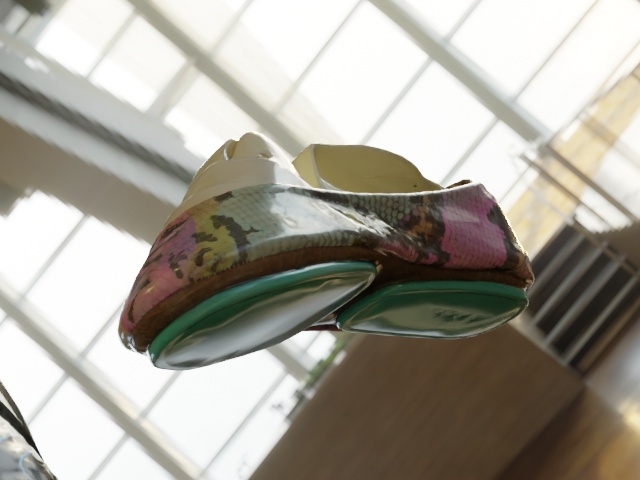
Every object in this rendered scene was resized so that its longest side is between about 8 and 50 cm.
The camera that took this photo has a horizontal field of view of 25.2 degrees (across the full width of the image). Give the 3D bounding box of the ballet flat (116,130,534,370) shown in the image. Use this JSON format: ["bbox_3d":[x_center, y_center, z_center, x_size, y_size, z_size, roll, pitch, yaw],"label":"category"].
[{"bbox_3d":[0.000,0.000,0.519,0.077,0.079,0.221,-36,-21,33],"label":"ballet flat"}]

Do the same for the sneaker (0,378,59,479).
[{"bbox_3d":[-0.106,0.072,0.315,0.125,0.341,0.139,-48,-8,-16],"label":"sneaker"}]
